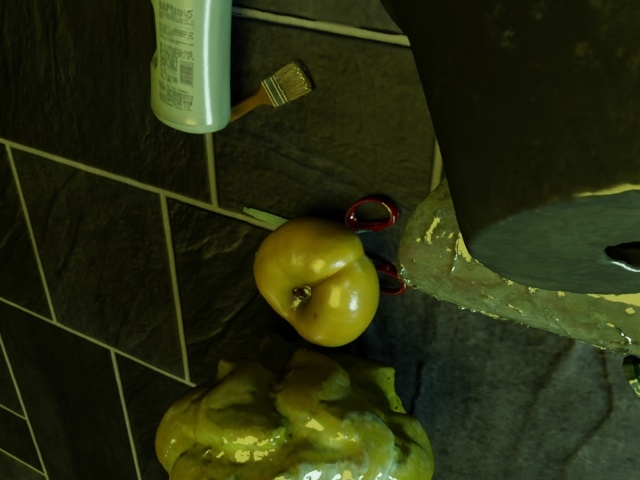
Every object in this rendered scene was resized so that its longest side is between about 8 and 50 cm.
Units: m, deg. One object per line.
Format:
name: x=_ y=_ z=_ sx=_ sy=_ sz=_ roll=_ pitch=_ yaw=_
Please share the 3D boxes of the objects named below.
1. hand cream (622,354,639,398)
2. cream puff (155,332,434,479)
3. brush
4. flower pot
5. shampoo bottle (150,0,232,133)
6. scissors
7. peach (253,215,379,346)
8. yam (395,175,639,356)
hand cream: x=0.460 y=0.080 z=0.651 sx=0.336 sy=0.076 sz=0.121 roll=-32 pitch=101 yaw=36
cream puff: x=-0.036 y=0.254 z=0.937 sx=0.378 sy=0.275 sz=0.378 roll=0 pitch=151 yaw=0
brush: x=-0.078 y=-0.178 z=0.859 sx=0.170 sy=0.014 sz=0.043 roll=-16 pitch=108 yaw=41
flower pot: x=0.208 y=-0.103 z=0.446 sx=0.379 sy=0.251 sz=0.379 roll=4 pitch=163 yaw=1
shampoo bottle: x=-0.155 y=-0.254 z=0.805 sx=0.118 sy=0.087 sz=0.234 roll=35 pitch=134 yaw=32
scissors: x=0.000 y=0.000 z=0.924 sx=0.248 sy=0.017 sz=0.144 roll=6 pitch=122 yaw=32
peach: x=-0.002 y=0.053 z=0.879 sx=0.179 sy=0.103 sz=0.179 roll=19 pitch=128 yaw=26
yam: x=0.243 y=0.013 z=0.671 sx=0.304 sy=0.168 sz=0.168 roll=17 pitch=127 yaw=25
